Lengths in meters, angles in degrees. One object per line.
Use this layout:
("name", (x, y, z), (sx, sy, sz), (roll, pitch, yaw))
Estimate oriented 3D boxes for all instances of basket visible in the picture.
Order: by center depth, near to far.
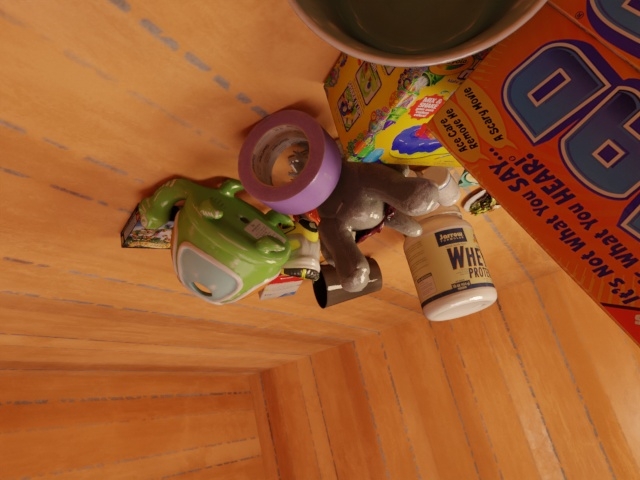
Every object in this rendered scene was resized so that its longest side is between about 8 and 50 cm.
("basket", (0.101, 0.150, 1.870), (0.227, 0.154, 0.204), (-12, 159, -16))

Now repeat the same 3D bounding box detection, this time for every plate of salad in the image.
("plate of salad", (0.556, -0.127, 1.604), (0.200, 0.048, 0.200), (-12, 158, -5))

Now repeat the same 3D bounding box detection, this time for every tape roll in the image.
("tape roll", (-0.060, -0.150, 0.977), (0.189, 0.189, 0.080), (-22, 156, 19))

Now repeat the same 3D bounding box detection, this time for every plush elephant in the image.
("plush elephant", (0.109, -0.074, 1.090), (0.255, 0.330, 0.272), (5, 122, -51))

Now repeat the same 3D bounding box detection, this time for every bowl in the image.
("bowl", (0.111, -0.326, 0.570), (0.312, 0.311, 0.163), (-19, 177, 11))

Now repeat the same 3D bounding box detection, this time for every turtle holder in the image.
("turtle holder", (-0.235, 0.005, 1.109), (0.320, 0.243, 0.227), (23, 115, -29))

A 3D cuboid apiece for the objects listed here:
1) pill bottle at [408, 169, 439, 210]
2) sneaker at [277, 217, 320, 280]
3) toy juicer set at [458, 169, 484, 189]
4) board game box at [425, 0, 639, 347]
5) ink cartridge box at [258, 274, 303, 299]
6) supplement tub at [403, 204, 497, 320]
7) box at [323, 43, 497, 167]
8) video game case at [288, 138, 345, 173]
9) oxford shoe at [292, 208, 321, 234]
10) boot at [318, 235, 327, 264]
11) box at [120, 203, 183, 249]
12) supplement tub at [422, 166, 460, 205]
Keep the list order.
("pill bottle", (0.259, -0.134, 1.349), (0.087, 0.087, 0.160), (-25, 155, 26))
("sneaker", (-0.115, 0.012, 1.335), (0.145, 0.147, 0.385), (15, 175, -38))
("toy juicer set", (0.401, -0.178, 1.239), (0.329, 0.089, 0.209), (-6, 165, 31))
("board game box", (0.427, -0.129, 0.602), (0.356, 0.356, 0.356), (-49, 155, 26))
("ink cartridge box", (-0.140, 0.129, 1.755), (0.134, 0.078, 0.231), (-7, 157, -19))
("supplement tub", (0.402, 0.073, 1.620), (0.235, 0.324, 0.235), (-12, 158, -5))
("box", (0.205, -0.276, 0.855), (0.290, 0.177, 0.279), (-2, 154, -28))
("video game case", (0.016, -0.176, 1.187), (0.143, 0.019, 0.157), (-19, 157, 11))
("oxford shoe", (-0.034, -0.063, 1.340), (0.098, 0.096, 0.271), (-14, 159, 18))
("boot", (0.001, 0.001, 1.526), (0.295, 0.104, 0.211), (2, 148, -46))
("box", (-0.365, -0.029, 1.278), (0.233, 0.044, 0.159), (3, 153, -36))
("supplement tub", (0.307, -0.139, 1.278), (0.071, 0.071, 0.107), (-24, 148, 22))
